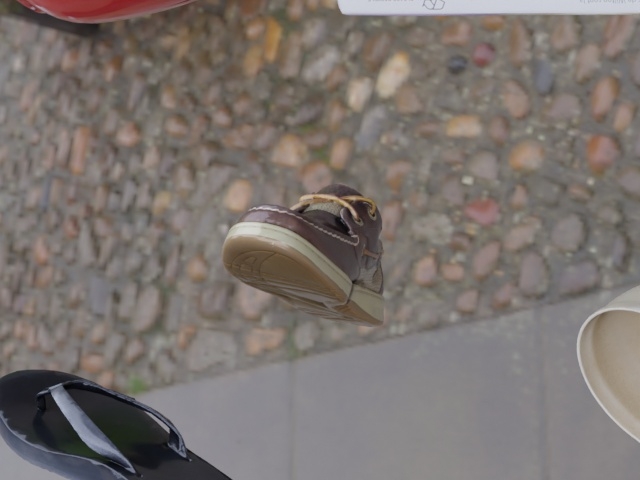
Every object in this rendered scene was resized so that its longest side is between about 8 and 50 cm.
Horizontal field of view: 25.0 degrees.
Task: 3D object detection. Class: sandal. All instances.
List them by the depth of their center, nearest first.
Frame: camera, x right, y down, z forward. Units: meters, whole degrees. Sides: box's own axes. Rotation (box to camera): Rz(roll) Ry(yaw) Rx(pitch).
[{"bbox_3d":[-0.142,0.149,1.065,0.254,0.097,0.054,25,120,32],"label":"sandal"}]

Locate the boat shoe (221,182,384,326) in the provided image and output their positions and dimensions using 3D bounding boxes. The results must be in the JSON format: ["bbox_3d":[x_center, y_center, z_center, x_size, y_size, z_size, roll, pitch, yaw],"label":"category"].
[{"bbox_3d":[0.000,0.000,1.428,0.123,0.342,0.123,11,81,21],"label":"boat shoe"}]

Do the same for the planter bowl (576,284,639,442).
[{"bbox_3d":[0.318,0.096,1.239,0.162,0.109,0.162,34,144,28],"label":"planter bowl"}]

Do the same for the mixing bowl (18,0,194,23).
[{"bbox_3d":[-0.117,-0.169,0.669,0.098,0.181,0.181,-35,53,12],"label":"mixing bowl"}]

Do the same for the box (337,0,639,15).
[{"bbox_3d":[0.150,-0.114,0.466,0.324,0.063,0.067,4,126,31],"label":"box"}]
